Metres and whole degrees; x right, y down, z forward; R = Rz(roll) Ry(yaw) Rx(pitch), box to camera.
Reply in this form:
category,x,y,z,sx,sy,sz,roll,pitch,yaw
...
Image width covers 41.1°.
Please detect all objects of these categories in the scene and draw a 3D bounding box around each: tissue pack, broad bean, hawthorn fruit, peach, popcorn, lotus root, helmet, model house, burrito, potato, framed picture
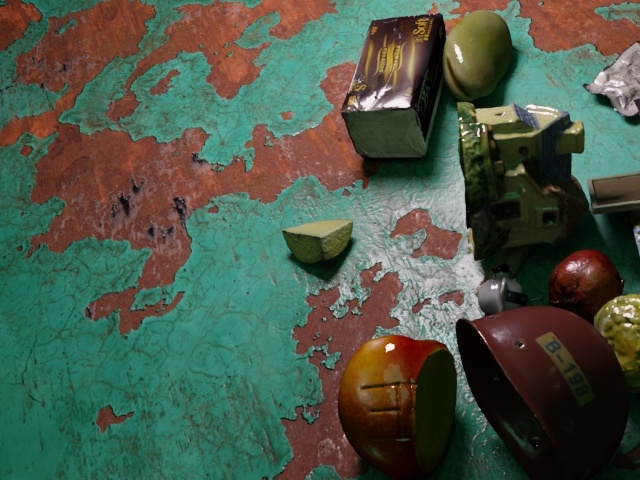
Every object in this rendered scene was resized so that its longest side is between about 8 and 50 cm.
category,x,y,z,sx,sy,sz,roll,pitch,yaw
tissue pack,0.208,-0.403,2.214,0.210,0.198,0.370,-1,52,25
broad bean,0.407,-0.484,2.224,0.121,0.189,0.263,-30,29,58
hawthorn fruit,0.547,0.083,1.734,0.148,0.148,0.172,20,47,34
peach,0.150,0.328,1.654,0.245,0.248,0.275,-28,52,49
popcorn,0.607,0.186,1.607,0.197,0.212,0.198,3,99,22
lotus root,0.724,-0.055,1.800,0.165,0.088,0.088,-12,50,6
helmet,0.422,0.265,1.513,0.230,0.337,0.385,-27,67,-8
model house,0.429,-0.131,1.808,0.266,0.321,0.261,-6,31,8
burrito,0.404,0.059,1.869,0.058,0.045,0.188,30,66,23
potato,0.000,0.000,2.086,0.120,0.081,0.149,-23,22,-37
framed picture,0.734,-0.117,1.801,0.324,0.020,0.240,-8,17,16

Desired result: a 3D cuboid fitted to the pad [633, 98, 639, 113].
category,x,y,z,sx,sy,sz,roll,pitch,yaw
pad,0.868,-0.294,1.959,0.245,0.006,0.170,-14,53,6

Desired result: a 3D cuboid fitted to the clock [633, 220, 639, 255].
category,x,y,z,sx,sy,sz,roll,pitch,yaw
clock,0.715,0.032,1.706,0.144,0.103,0.231,-14,74,21

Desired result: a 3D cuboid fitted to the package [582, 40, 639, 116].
category,x,y,z,sx,sy,sz,roll,pitch,yaw
package,0.765,-0.391,2.080,0.232,0.040,0.166,-39,56,-17

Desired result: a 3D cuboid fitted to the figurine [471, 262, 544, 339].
category,x,y,z,sx,sy,sz,roll,pitch,yaw
figurine,0.373,0.143,1.752,0.126,0.147,0.193,3,86,-8
